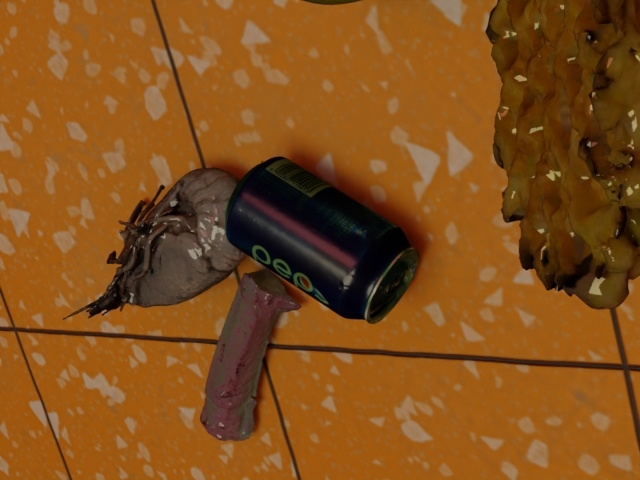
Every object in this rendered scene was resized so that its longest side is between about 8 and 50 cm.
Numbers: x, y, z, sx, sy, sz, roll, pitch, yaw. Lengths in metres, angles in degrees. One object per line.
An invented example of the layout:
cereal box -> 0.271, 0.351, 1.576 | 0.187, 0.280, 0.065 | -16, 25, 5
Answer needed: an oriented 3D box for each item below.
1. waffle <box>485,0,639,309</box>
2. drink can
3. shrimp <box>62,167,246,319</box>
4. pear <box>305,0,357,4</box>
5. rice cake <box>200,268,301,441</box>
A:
waffle -> 0.198, -0.143, 0.971 | 0.095, 0.379, 0.382 | -8, 96, -1
drink can -> 0.000, 0.000, 1.348 | 0.205, 0.118, 0.118 | 33, 131, 22
shrimp -> -0.203, 0.019, 1.525 | 0.343, 0.116, 0.145 | -34, 90, 38
pear -> 0.037, -0.311, 1.094 | 0.220, 0.187, 0.187 | -28, 95, 51
rice cake -> -0.096, 0.154, 1.557 | 0.081, 0.051, 0.290 | 37, 132, 18
